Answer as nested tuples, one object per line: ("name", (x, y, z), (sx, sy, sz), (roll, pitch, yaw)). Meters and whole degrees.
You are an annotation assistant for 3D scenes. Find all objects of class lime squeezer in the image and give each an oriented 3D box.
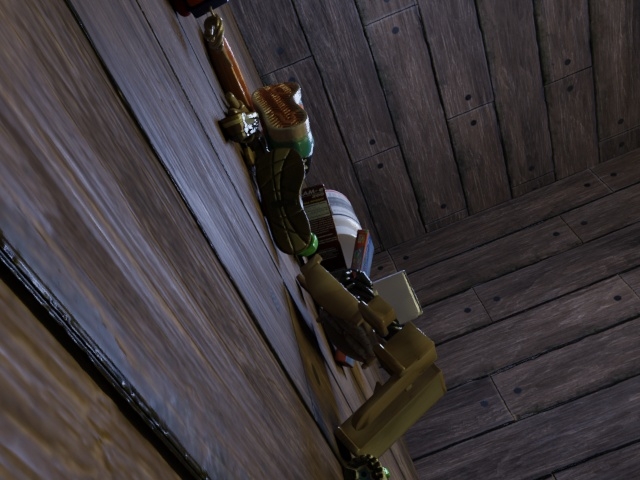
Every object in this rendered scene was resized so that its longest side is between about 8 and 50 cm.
("lime squeezer", (-0.047, -0.017, 1.329), (0.310, 0.059, 0.110), (-26, 94, -87))

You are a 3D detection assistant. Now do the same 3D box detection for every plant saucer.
("plant saucer", (-0.187, -0.342, 1.352), (0.200, 0.037, 0.200), (-23, 90, -87))

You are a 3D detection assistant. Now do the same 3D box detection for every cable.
("cable", (0.100, 0.121, 1.125), (0.150, 0.047, 0.184), (43, -12, 26))

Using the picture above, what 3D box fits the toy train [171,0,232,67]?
("toy train", (-0.200, -0.398, 0.987), (0.248, 0.105, 0.143), (69, 13, 10))

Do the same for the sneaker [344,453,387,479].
("sneaker", (0.082, 0.355, 0.821), (0.162, 0.063, 0.073), (-109, 179, -47))

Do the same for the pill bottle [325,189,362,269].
("pill bottle", (0.033, -0.017, 1.788), (0.283, 0.161, 0.161), (-106, 173, -63))

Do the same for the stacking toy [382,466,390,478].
("stacking toy", (0.147, 0.436, 0.964), (0.221, 0.052, 0.167), (35, 8, -13))

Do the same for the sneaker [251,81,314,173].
("sneaker", (-0.076, -0.232, 1.325), (0.302, 0.108, 0.121), (-105, -176, -57))

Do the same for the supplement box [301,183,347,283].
("supplement box", (0.000, 0.000, 1.493), (0.130, 0.073, 0.239), (139, -64, -83))

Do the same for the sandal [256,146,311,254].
("sandal", (-0.063, -0.068, 1.144), (0.060, 0.090, 0.219), (112, -32, -61))

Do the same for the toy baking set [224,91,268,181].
("toy baking set", (-0.127, -0.166, 1.261), (0.256, 0.030, 0.196), (47, 26, -71))

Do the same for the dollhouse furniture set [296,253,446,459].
("dollhouse furniture set", (0.005, 0.154, 1.018), (0.355, 0.174, 0.303), (42, -12, 30))

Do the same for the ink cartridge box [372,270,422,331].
("ink cartridge box", (0.150, 0.185, 1.798), (0.307, 0.223, 0.129), (45, 23, -83))

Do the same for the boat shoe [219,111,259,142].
("boat shoe", (-0.132, -0.186, 1.081), (0.152, 0.056, 0.049), (-54, 127, -76))

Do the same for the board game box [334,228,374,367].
("board game box", (0.076, 0.129, 1.408), (0.145, 0.027, 0.281), (63, 37, -72))

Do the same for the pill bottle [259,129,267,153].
("pill bottle", (-0.095, -0.217, 1.633), (0.087, 0.087, 0.160), (64, 5, -58))
